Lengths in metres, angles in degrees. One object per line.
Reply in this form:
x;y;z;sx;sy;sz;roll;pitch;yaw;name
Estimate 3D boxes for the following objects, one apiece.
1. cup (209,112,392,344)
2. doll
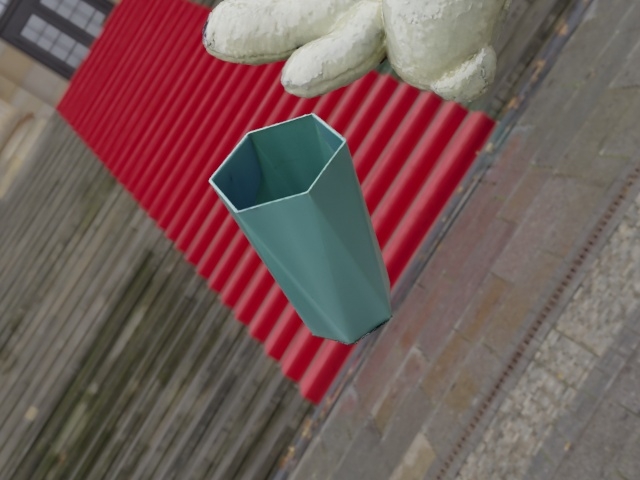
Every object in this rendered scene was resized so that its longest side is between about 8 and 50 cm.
0.000;0.000;0.970;0.134;0.236;0.148;-33;37;-5;cup
0.036;-0.208;0.803;0.149;0.278;0.175;-8;-75;-68;doll
